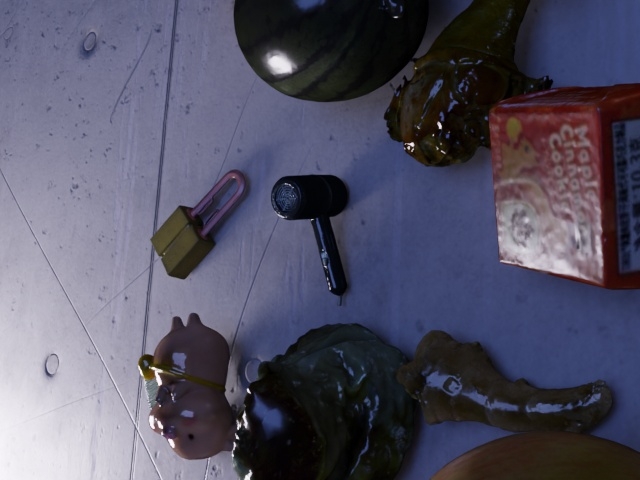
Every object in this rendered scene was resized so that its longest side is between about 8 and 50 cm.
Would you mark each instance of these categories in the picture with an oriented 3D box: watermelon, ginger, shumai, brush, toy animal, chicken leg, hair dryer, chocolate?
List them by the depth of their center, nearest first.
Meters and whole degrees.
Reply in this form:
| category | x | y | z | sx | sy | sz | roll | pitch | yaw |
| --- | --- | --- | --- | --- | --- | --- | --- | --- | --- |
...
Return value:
| category | x | y | z | sx | sy | sz | roll | pitch | yaw |
| --- | --- | --- | --- | --- | --- | --- | --- | --- | --- |
| chocolate | 0.309 | -0.066 | 1.028 | 0.235 | 0.108 | 0.237 | 18 | 114 | 63 |
| ginger | 0.242 | 0.197 | 1.140 | 0.295 | 0.086 | 0.131 | 3 | 71 | 31 |
| chicken leg | 0.241 | -0.260 | 1.196 | 0.211 | 0.140 | 0.361 | 38 | 98 | 26 |
| shumai | -0.046 | 0.259 | 1.236 | 0.304 | 0.263 | 0.309 | 11 | 87 | 38 |
| watermelon | 0.018 | -0.351 | 1.296 | 0.359 | 0.279 | 0.278 | -5 | 76 | 62 |
| hair dryer | 0.000 | 0.000 | 1.365 | 0.071 | 0.124 | 0.219 | -18 | 86 | 38 |
| toy animal | -0.223 | 0.250 | 1.458 | 0.165 | 0.149 | 0.248 | -16 | 80 | 46 |
| brush | -0.257 | 0.239 | 1.576 | 0.205 | 0.011 | 0.083 | -30 | 63 | 30 |
| brush | -0.220 | -0.042 | 1.583 | 0.233 | 0.047 | 0.103 | -47 | 55 | 21 |

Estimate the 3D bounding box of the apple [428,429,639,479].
| category | x | y | z | sx | sy | sz | roll | pitch | yaw |
| --- | --- | --- | --- | --- | --- | --- | --- | --- | --- |
| apple | 0.253 | 0.402 | 0.895 | 0.347 | 0.391 | 0.391 | -23 | 65 | 14 |
